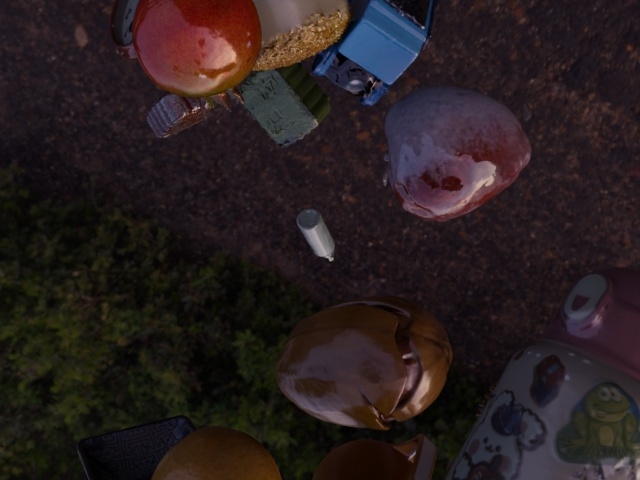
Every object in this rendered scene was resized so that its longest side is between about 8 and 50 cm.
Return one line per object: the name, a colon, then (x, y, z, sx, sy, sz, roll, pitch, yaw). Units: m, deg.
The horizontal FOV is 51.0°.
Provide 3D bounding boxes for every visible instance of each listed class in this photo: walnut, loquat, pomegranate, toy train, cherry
walnut: (0.048, 0.191, 1.053, 0.336, 0.209, 0.209, -12, 123, 44)
loquat: (-0.104, 0.255, 0.663, 0.141, 0.141, 0.141, 17, 136, 17)
pomegranate: (-0.200, -0.335, 1.148, 0.220, 0.221, 0.257, 4, 130, 28)
toy train: (0.120, -0.460, 1.468, 0.188, 0.300, 0.265, 29, 138, -18)
cherry: (0.300, -0.219, 1.582, 0.326, 0.335, 0.291, 59, -178, 30)

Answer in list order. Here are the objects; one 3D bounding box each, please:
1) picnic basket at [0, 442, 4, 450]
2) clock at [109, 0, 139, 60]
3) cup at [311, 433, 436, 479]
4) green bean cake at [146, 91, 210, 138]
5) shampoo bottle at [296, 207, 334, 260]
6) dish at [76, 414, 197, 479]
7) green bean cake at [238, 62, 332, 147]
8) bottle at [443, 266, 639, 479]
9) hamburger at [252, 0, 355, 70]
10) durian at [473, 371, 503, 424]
picnic basket: (-0.587, 0.349, 1.036, 0.164, 0.115, 0.079, -35, 97, 20)
clock: (-0.379, -0.565, 1.563, 0.318, 0.319, 0.080, -16, 153, 40)
cup: (0.075, 0.368, 0.908, 0.182, 0.226, 0.264, 41, -178, 8)
green bean cake: (-0.382, -0.382, 1.901, 0.097, 0.198, 0.232, 61, 155, -7)
shampoo bottle: (0.000, 0.000, 1.505, 0.056, 0.056, 0.195, 10, 154, 23)
dish: (-0.250, 0.361, 1.001, 0.243, 0.181, 0.080, 23, 117, 60)
green bean cake: (-0.098, -0.371, 1.780, 0.214, 0.113, 0.200, 50, 142, -15)
bottle: (0.163, 0.136, 0.446, 0.120, 0.253, 0.120, 29, 171, 5)
hamburger: (-0.074, -0.448, 1.368, 0.276, 0.294, 0.179, -24, 117, -5)
durian: (0.407, 0.352, 1.081, 0.347, 0.348, 0.384, -14, 133, 39)
